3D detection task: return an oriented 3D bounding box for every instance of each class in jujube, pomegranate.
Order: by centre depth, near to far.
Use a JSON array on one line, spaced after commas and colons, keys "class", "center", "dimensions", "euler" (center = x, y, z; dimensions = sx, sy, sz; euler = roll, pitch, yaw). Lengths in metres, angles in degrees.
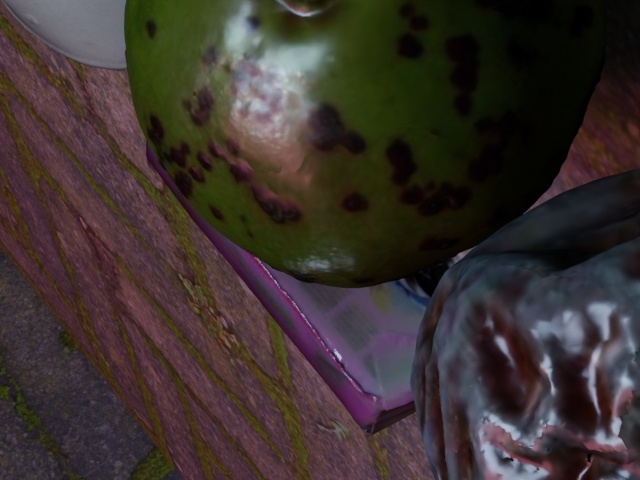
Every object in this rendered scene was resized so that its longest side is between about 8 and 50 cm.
[{"class": "jujube", "center": [0.169, 0.117, 0.632], "dimensions": [0.317, 0.226, 0.226], "euler": [63, 162, -21]}, {"class": "pomegranate", "center": [0.027, -0.085, 0.708], "dimensions": [0.211, 0.211, 0.263], "euler": [52, -169, 14]}]

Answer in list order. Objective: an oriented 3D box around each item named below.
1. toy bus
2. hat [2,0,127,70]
[{"class": "toy bus", "center": [0.000, 0.000, 1.064], "dimensions": [0.274, 0.112, 0.090], "euler": [50, 161, 12]}, {"class": "hat", "center": [-0.113, -0.197, 0.918], "dimensions": [0.258, 0.168, 0.301], "euler": [62, 163, -21]}]
